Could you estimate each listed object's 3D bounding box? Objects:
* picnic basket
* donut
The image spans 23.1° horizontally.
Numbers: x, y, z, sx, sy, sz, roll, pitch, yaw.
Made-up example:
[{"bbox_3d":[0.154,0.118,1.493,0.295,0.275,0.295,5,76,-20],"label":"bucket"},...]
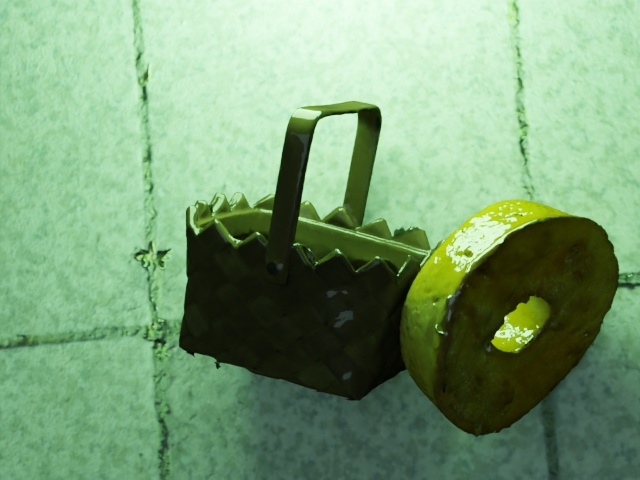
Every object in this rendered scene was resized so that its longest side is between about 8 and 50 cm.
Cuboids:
[{"bbox_3d":[0.000,0.000,1.827,0.291,0.254,0.321,13,101,20],"label":"picnic basket"},{"bbox_3d":[0.202,0.076,1.759,0.108,0.277,0.277,35,98,40],"label":"donut"}]
